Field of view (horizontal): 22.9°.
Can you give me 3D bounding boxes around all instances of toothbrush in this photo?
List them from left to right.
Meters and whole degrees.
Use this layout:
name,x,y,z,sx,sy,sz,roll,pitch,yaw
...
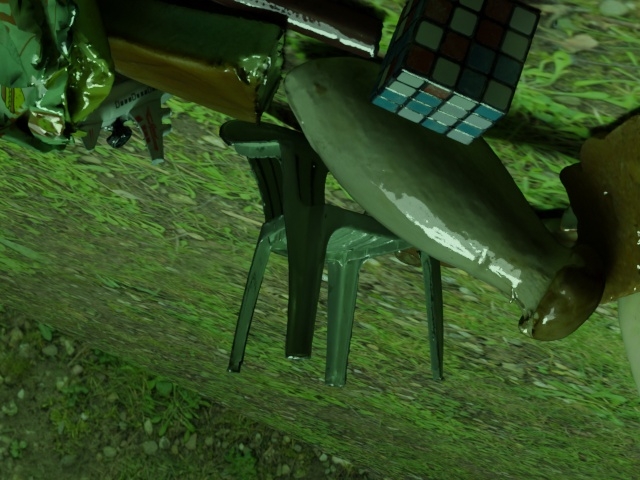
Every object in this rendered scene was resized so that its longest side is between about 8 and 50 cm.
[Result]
name,x,y,z,sx,sy,sz,roll,pitch,yaw
toothbrush,-0.118,-0.231,1.318,0.364,0.041,0.041,21,165,-4

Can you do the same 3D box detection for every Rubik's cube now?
name,x,y,z,sx,sy,sz,roll,pitch,yaw
Rubik's cube,0.104,-0.143,1.243,0.092,0.092,0.092,23,164,-9

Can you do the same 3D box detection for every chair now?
name,x,y,z,sx,sy,sz,roll,pitch,yaw
chair,0.000,0.000,1.550,0.203,0.274,0.190,14,164,-36

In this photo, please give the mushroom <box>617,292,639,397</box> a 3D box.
name,x,y,z,sx,sy,sz,roll,pitch,yaw
mushroom,0.406,0.080,1.470,0.234,0.254,0.260,-19,146,-14

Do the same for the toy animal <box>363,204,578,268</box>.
name,x,y,z,sx,sy,sz,roll,pitch,yaw
toy animal,0.177,-0.003,1.672,0.312,0.097,0.157,11,174,23

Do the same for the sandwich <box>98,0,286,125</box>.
name,x,y,z,sx,sy,sz,roll,pitch,yaw
sandwich,-0.141,-0.175,1.423,0.212,0.063,0.245,20,173,0

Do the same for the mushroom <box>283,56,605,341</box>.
name,x,y,z,sx,sy,sz,roll,pitch,yaw
mushroom,0.111,-0.046,1.440,0.350,0.128,0.128,42,167,8

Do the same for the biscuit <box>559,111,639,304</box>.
name,x,y,z,sx,sy,sz,roll,pitch,yaw
biscuit,0.271,-0.030,1.383,0.162,0.035,0.250,56,155,26

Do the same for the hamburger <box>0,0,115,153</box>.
name,x,y,z,sx,sy,sz,roll,pitch,yaw
hamburger,-0.250,-0.183,1.356,0.235,0.125,0.214,-28,91,50

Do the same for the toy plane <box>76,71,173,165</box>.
name,x,y,z,sx,sy,sz,roll,pitch,yaw
toy plane,-0.193,-0.137,1.557,0.162,0.065,0.171,47,-147,13
